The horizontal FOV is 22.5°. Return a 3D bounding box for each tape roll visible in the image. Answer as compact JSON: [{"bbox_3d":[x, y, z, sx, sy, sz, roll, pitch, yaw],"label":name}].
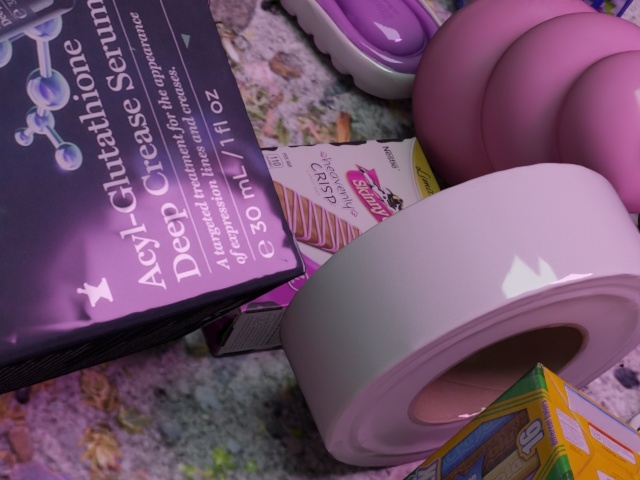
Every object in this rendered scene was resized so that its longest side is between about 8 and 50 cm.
[{"bbox_3d":[0.117,0.062,1.221,0.286,0.286,0.100,-8,60,-31],"label":"tape roll"}]

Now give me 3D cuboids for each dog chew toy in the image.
[{"bbox_3d":[0.214,-0.108,1.372,0.206,0.332,0.207,-5,103,-20],"label":"dog chew toy"}]

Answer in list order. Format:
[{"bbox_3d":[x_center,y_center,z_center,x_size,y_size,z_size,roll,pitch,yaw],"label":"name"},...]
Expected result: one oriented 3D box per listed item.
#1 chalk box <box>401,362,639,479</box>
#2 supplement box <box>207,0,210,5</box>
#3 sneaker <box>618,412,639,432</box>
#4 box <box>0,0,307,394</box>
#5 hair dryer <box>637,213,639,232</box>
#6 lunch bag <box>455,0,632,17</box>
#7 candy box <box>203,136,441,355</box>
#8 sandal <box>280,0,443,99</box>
[{"bbox_3d":[0.138,0.221,1.169,0.132,0.213,0.132,35,27,-25],"label":"chalk box"},{"bbox_3d":[-0.194,-0.218,1.408,0.188,0.081,0.104,14,51,-17],"label":"supplement box"},{"bbox_3d":[0.271,0.221,1.309,0.146,0.122,0.330,31,47,22],"label":"sneaker"},{"bbox_3d":[-0.260,-0.041,1.111,0.395,0.212,0.294,-17,83,-34],"label":"box"},{"bbox_3d":[0.397,0.029,1.402,0.293,0.224,0.080,29,5,-23],"label":"hair dryer"},{"bbox_3d":[0.245,-0.291,1.588,0.176,0.219,0.090,15,52,-17],"label":"lunch bag"},{"bbox_3d":[0.000,0.000,1.350,0.233,0.071,0.159,-6,59,-30],"label":"candy box"},{"bbox_3d":[-0.013,-0.313,1.554,0.416,0.102,0.169,46,49,10],"label":"sandal"}]
